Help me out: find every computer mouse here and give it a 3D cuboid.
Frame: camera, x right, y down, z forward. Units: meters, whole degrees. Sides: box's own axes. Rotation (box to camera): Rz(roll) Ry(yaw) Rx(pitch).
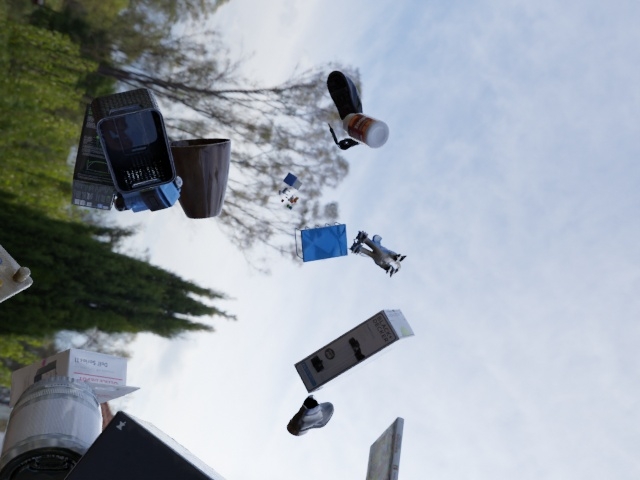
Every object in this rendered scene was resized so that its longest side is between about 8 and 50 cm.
[{"bbox_3d":[0.081,-0.432,1.901,0.184,0.060,0.261,-14,-74,52],"label":"computer mouse"}]

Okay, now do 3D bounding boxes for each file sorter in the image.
[{"bbox_3d":[0.000,0.000,2.067,0.104,0.171,0.118,-150,-127,-68],"label":"file sorter"}]

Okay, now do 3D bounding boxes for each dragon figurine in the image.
[{"bbox_3d":[0.178,0.037,1.735,0.144,0.289,0.085,38,-82,19],"label":"dragon figurine"}]

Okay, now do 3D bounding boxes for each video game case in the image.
[{"bbox_3d":[0.171,0.629,1.576,0.227,0.026,0.206,115,-6,-46],"label":"video game case"}]

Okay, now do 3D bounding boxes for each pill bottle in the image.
[{"bbox_3d":[0.133,-0.335,1.714,0.152,0.086,0.086,38,-72,51],"label":"pill bottle"}]

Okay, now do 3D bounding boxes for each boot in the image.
[{"bbox_3d":[-0.009,0.538,1.804,0.082,0.219,0.106,37,-64,25],"label":"boot"}]

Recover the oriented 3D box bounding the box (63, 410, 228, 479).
[{"bbox_3d":[-0.336,0.527,1.198,0.182,0.296,0.294,-54,170,-22],"label":"box"}]

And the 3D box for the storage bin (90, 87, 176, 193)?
[{"bbox_3d":[-0.368,-0.195,1.124,0.180,0.122,0.084,90,-23,-44],"label":"storage bin"}]

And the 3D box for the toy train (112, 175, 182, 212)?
[{"bbox_3d":[-0.432,-0.117,1.409,0.184,0.080,0.105,-10,-146,20],"label":"toy train"}]

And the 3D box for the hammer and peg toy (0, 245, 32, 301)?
[{"bbox_3d":[-1.121,0.053,1.792,0.127,0.361,0.266,-39,-176,30],"label":"hammer and peg toy"}]

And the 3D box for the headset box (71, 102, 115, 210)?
[{"bbox_3d":[-0.716,-0.273,1.842,0.246,0.131,0.282,147,-52,-61],"label":"headset box"}]

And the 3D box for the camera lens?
[{"bbox_3d":[-0.650,0.492,1.379,0.219,0.220,0.274,-64,-154,16],"label":"camera lens"}]

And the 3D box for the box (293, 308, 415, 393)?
[{"bbox_3d":[0.093,0.291,1.506,0.290,0.169,0.087,-35,-108,15],"label":"box"}]

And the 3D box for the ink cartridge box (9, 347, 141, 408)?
[{"bbox_3d":[-0.722,0.414,1.684,0.354,0.207,0.119,-22,-120,26],"label":"ink cartridge box"}]

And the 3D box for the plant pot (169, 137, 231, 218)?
[{"bbox_3d":[-0.374,-0.189,1.752,0.215,0.216,0.230,-148,-127,-62],"label":"plant pot"}]

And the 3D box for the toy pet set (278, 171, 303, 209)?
[{"bbox_3d":[-0.121,-0.189,2.113,0.114,0.065,0.122,-56,-152,2],"label":"toy pet set"}]
